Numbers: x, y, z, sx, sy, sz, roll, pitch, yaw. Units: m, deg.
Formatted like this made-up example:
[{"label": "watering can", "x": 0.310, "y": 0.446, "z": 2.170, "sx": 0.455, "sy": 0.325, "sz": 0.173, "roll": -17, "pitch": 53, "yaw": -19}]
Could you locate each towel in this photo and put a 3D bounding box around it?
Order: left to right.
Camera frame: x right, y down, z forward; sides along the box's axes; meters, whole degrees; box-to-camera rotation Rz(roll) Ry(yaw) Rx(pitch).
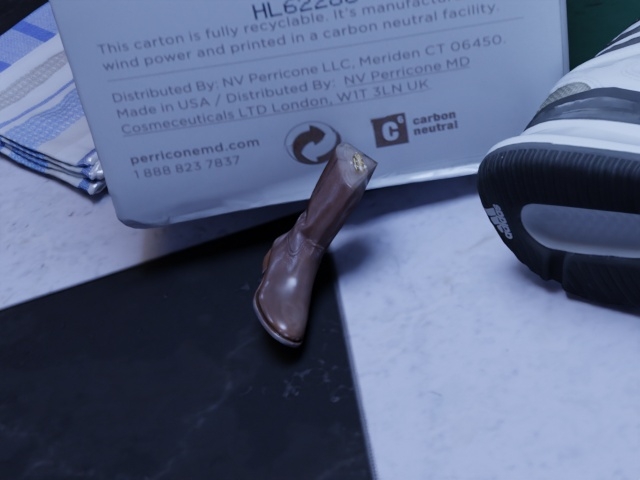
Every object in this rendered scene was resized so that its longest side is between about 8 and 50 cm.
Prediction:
[{"label": "towel", "x": -0.207, "y": -0.143, "z": 1.226, "sx": 0.285, "sy": 0.034, "sz": 0.209, "roll": 22, "pitch": 55, "yaw": 41}]

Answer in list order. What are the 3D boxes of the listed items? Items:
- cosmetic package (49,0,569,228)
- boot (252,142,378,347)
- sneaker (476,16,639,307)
[{"label": "cosmetic package", "x": -0.015, "y": -0.271, "z": 1.016, "sx": 0.330, "sy": 0.327, "sz": 0.393, "roll": -8, "pitch": 39, "yaw": 5}, {"label": "boot", "x": 0.000, "y": 0.000, "z": 0.912, "sx": 0.114, "sy": 0.037, "sz": 0.106, "roll": -52, "pitch": 27, "yaw": 28}, {"label": "sneaker", "x": 0.330, "y": -0.071, "z": 0.783, "sx": 0.448, "sy": 0.169, "sz": 0.257, "roll": 13, "pitch": 52, "yaw": 39}]
